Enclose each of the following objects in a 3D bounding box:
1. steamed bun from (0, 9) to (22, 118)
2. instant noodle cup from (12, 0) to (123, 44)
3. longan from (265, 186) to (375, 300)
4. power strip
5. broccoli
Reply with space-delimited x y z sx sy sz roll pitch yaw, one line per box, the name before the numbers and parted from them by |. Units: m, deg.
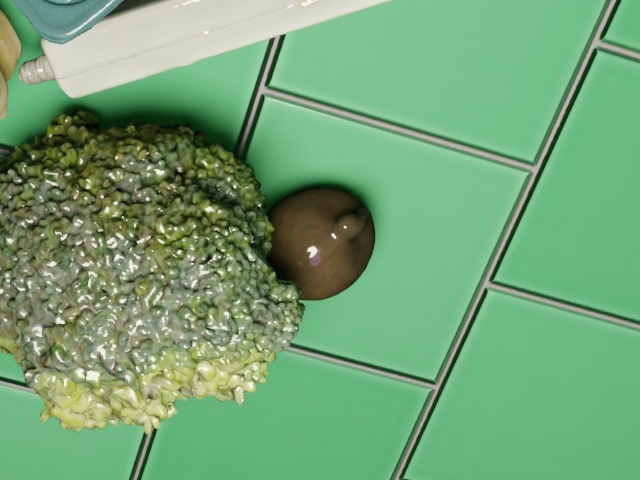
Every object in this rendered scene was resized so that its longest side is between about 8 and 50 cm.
steamed bun | -0.337 -0.168 1.085 0.192 0.106 0.177 -16 116 4
instant noodle cup | -0.165 -0.243 1.011 0.179 0.070 0.157 -39 80 3
longan | 0.000 0.000 1.177 0.106 0.106 0.119 36 142 -19
power strip | -0.082 -0.185 1.070 0.338 0.098 0.058 -16 119 11
broccoli | -0.165 0.031 1.123 0.235 0.288 0.260 -18 150 -31
